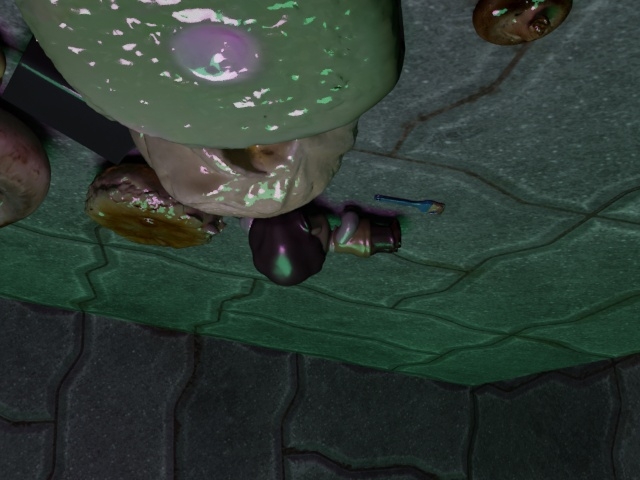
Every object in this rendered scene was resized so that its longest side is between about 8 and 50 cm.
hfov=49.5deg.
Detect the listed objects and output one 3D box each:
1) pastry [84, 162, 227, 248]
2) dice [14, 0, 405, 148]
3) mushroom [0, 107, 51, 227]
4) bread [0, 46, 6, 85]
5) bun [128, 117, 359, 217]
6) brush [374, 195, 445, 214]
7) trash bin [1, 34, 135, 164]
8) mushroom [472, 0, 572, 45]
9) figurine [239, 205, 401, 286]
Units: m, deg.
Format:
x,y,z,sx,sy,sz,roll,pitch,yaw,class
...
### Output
x,y,z,sx,sy,sz,roll,pitch,yaw,class
-0.387,-0.083,1.613,0.330,0.136,0.329,7,160,3,pastry
-0.090,-0.301,0.671,0.319,0.330,0.322,-5,153,10,dice
-0.732,-0.122,1.379,0.363,0.294,0.362,-4,153,-2,mushroom
-0.625,-0.291,1.141,0.213,0.104,0.213,-28,178,-1,bread
-0.122,-0.187,0.966,0.365,0.365,0.219,4,-156,9,bun
0.203,-0.084,1.597,0.164,0.014,0.051,10,158,-5,brush
-0.409,-0.249,1.199,0.226,0.115,0.165,27,151,-27,trash bin
0.264,-0.303,0.914,0.126,0.084,0.109,-6,-169,1,mushroom
0.002,-0.020,1.672,0.365,0.206,0.218,-17,-177,-5,figurine
